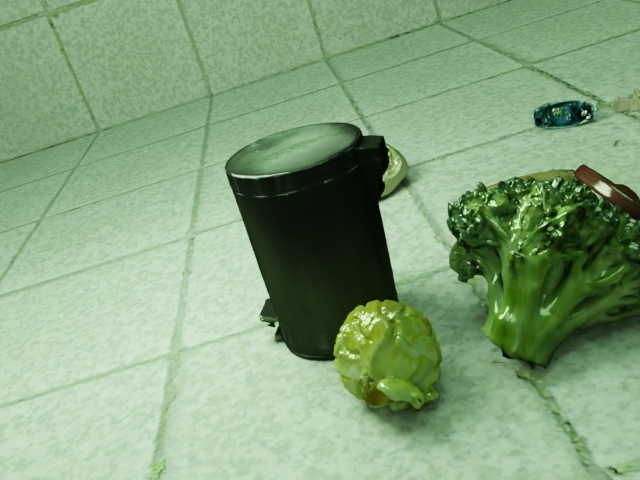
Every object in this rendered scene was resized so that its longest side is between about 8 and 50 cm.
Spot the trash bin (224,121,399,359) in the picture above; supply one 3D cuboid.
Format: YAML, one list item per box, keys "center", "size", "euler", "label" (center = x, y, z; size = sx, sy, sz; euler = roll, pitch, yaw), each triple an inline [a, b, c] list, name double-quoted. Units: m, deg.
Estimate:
- center: [0.000, 0.000, 1.062]
  size: [0.252, 0.301, 0.203]
  euler: [-7, 25, 17]
  label: "trash bin"

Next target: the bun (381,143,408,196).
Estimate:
- center: [0.071, -0.159, 1.566]
  size: [0.237, 0.116, 0.210]
  euler: [-8, 27, 22]
  label: "bun"

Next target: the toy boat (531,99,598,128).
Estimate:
- center: [0.533, -0.276, 1.564]
  size: [0.137, 0.060, 0.061]
  euler: [-2, 9, 19]
  label: "toy boat"

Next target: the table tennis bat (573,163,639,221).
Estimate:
- center: [0.457, -0.048, 1.049]
  size: [0.038, 0.200, 0.310]
  euler: [-56, -7, 18]
  label: "table tennis bat"

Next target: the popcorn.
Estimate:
- center: [0.083, 0.143, 0.905]
  size: [0.142, 0.135, 0.162]
  euler: [2, 28, 22]
  label: "popcorn"

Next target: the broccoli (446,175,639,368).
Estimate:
- center: [0.299, 0.049, 0.936]
  size: [0.288, 0.248, 0.245]
  euler: [26, 84, 44]
  label: "broccoli"

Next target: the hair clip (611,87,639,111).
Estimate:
- center: [0.687, -0.269, 1.478]
  size: [0.072, 0.034, 0.226]
  euler: [-22, 26, -1]
  label: "hair clip"

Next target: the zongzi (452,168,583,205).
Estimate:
- center: [0.333, -0.067, 1.230]
  size: [0.195, 0.099, 0.197]
  euler: [-21, 17, -8]
  label: "zongzi"
